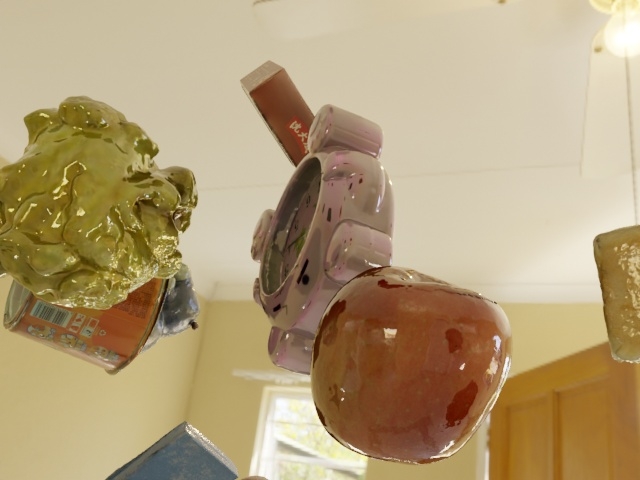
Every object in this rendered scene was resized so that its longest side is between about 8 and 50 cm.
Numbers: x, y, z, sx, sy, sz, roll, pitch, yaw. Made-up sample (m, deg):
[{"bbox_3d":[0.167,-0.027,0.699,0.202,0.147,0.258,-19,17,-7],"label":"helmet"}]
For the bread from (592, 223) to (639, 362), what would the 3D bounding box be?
[{"bbox_3d":[0.197,0.028,0.404,0.070,0.083,0.035,-17,-20,24],"label":"bread"}]

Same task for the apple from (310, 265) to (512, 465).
[{"bbox_3d":[0.081,0.111,0.635,0.180,0.169,0.181,11,-1,0],"label":"apple"}]

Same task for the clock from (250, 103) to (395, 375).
[{"bbox_3d":[0.000,0.000,0.975,0.113,0.322,0.296,19,-54,-19],"label":"clock"}]

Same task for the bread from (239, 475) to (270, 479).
[{"bbox_3d":[-0.163,0.624,1.363,0.114,0.295,0.328,27,-56,27],"label":"bread"}]

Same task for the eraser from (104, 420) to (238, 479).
[{"bbox_3d":[-0.309,0.460,1.257,0.311,0.043,0.144,-39,-70,10],"label":"eraser"}]

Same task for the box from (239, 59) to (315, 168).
[{"bbox_3d":[-0.083,-0.332,2.017,0.122,0.385,0.345,-33,-70,1],"label":"box"}]

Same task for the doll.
[{"bbox_3d":[-0.399,0.173,1.584,0.258,0.154,0.228,-18,-25,-32],"label":"doll"}]

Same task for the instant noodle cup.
[{"bbox_3d":[-0.439,0.084,1.298,0.213,0.297,0.296,24,-28,-30],"label":"instant noodle cup"}]

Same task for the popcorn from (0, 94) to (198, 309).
[{"bbox_3d":[-0.283,-0.028,0.859,0.241,0.250,0.235,25,-34,-4],"label":"popcorn"}]
